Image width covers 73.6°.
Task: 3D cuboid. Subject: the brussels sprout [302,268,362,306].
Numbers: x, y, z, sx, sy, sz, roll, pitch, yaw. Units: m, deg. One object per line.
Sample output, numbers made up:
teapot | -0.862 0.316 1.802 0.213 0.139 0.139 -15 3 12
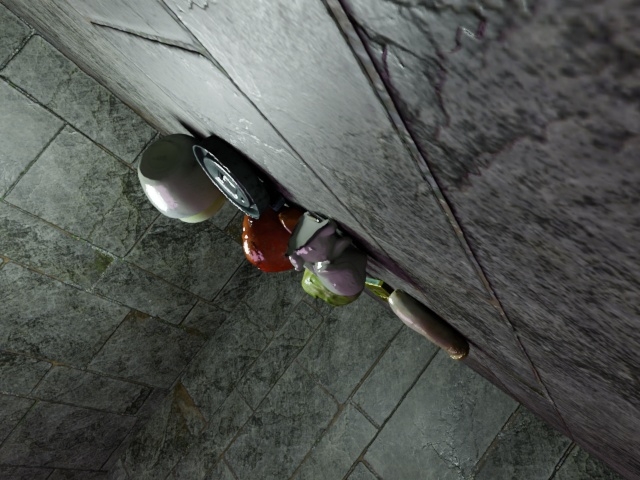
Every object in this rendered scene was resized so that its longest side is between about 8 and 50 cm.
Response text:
brussels sprout | 0.054 0.188 2.066 0.328 0.247 0.328 38 172 6

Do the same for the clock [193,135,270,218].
clock | -0.290 -0.206 1.407 0.313 0.061 0.312 41 164 15

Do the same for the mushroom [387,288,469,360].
mushroom | 0.393 0.308 1.566 0.351 0.095 0.123 39 -167 -3

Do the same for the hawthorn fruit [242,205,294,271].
hawthorn fruit | -0.136 -0.008 1.599 0.308 0.275 0.276 3 172 4

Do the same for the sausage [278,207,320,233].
sausage | 0.000 0.000 1.449 0.330 0.102 0.102 37 176 -6

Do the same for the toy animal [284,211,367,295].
toy animal | 0.025 0.053 1.278 0.289 0.174 0.249 39 176 -4

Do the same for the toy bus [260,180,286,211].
toy bus | -0.177 -0.151 1.512 0.123 0.060 0.075 36 177 31

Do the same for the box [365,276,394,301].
box | 0.270 0.219 1.838 0.121 0.030 0.193 10 155 49

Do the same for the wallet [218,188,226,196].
wallet | -0.314 -0.199 1.725 0.255 0.137 0.031 52 -163 -72

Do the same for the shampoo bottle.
shampoo bottle | -0.541 -0.250 1.704 0.322 0.322 0.317 35 163 33

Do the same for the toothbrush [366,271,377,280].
toothbrush | 0.122 0.090 1.877 0.354 0.024 0.029 37 177 3
